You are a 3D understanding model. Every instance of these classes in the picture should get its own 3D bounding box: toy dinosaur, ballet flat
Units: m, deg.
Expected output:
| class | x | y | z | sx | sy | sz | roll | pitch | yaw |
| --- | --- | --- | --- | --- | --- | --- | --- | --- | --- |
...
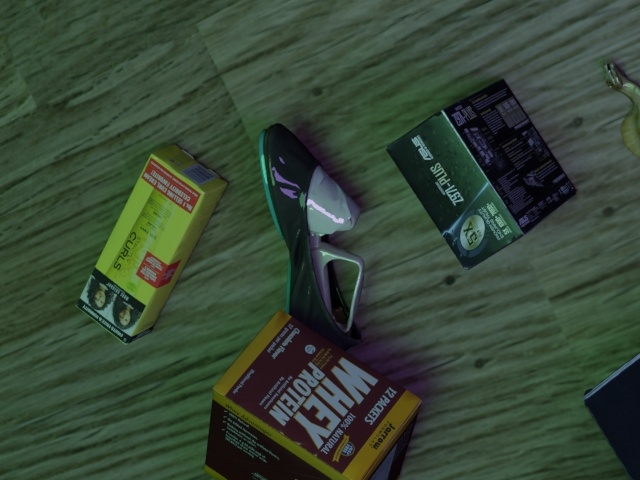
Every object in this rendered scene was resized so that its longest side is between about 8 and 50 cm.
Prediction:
| class | x | y | z | sx | sy | sz | roll | pitch | yaw |
| --- | --- | --- | --- | --- | --- | --- | --- | --- | --- |
| toy dinosaur | 0.344 | -0.102 | 1.668 | 0.093 | 0.053 | 0.183 | -19 | 89 | 45 |
| ballet flat | 0.000 | 0.000 | 1.840 | 0.096 | 0.095 | 0.280 | -1 | 115 | 16 |

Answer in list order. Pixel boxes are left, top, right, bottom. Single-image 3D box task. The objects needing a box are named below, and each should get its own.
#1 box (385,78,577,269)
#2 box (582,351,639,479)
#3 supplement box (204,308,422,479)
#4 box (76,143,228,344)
| class | x | y | z | sx | sy | sz | roll | pitch | yaw |
| --- | --- | --- | --- | --- | --- | --- | --- | --- | --- |
| box | 0.166 | -0.070 | 1.679 | 0.077 | 0.180 | 0.147 | -33 | 89 | 30 |
| box | 0.458 | 0.228 | 1.498 | 0.179 | 0.312 | 0.343 | -43 | 64 | 29 |
| supplement box | -0.013 | 0.216 | 1.836 | 0.191 | 0.129 | 0.194 | 32 | 147 | 14 |
| box | -0.199 | 0.006 | 1.949 | 0.087 | 0.058 | 0.232 | 37 | 117 | 12 |
